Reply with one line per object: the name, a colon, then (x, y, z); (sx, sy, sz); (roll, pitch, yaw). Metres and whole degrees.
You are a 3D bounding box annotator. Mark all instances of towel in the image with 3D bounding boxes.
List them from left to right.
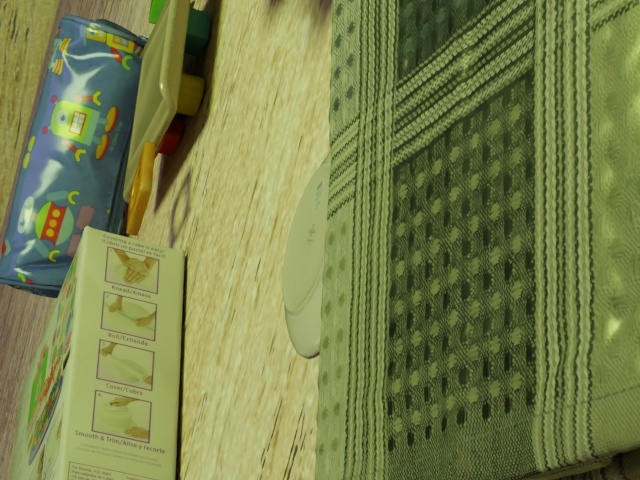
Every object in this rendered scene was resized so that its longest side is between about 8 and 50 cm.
towel: (0.076, -0.044, 0.652); (0.312, 0.056, 0.324); (147, 129, -63)

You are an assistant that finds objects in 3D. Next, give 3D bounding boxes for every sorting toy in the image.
sorting toy: (-0.141, -0.150, 1.498); (0.196, 0.047, 0.347); (121, 157, -56)

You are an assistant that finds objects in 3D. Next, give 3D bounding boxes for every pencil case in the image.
pencil case: (-0.247, -0.080, 1.661); (0.119, 0.133, 0.306); (16, -92, -70)

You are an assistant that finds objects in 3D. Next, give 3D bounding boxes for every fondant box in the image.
fondant box: (-0.192, 0.190, 1.304); (0.330, 0.096, 0.238); (-94, 23, -43)

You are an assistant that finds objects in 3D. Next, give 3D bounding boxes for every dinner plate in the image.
dinner plate: (0.000, 0.000, 0.955); (0.141, 0.017, 0.141); (-165, 90, -74)
